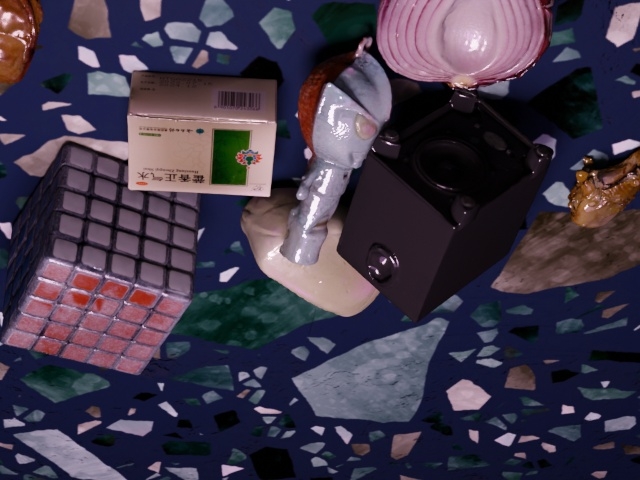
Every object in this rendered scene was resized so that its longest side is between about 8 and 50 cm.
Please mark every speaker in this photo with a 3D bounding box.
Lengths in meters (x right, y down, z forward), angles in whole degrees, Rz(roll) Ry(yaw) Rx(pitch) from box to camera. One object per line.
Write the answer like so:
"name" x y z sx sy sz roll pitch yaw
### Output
"speaker" 0.174 -0.058 1.988 0.232 0.184 0.254 -33 155 -34

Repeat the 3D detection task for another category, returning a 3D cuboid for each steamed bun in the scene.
"steamed bun" 0.000 0.000 2.145 0.152 0.170 0.239 -47 129 12

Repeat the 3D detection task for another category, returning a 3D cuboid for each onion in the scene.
"onion" 0.190 -0.329 1.777 0.227 0.120 0.283 3 143 -3

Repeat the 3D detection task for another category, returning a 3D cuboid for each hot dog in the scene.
"hot dog" -0.498 -0.305 1.782 0.272 0.122 0.196 16 135 -14

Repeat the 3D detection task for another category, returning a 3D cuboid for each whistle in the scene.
"whistle" 0.015 -0.129 1.953 0.134 0.142 0.346 20 113 1

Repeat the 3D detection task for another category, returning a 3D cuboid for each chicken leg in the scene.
"chicken leg" 0.461 -0.102 2.104 0.207 0.085 0.101 -38 118 24

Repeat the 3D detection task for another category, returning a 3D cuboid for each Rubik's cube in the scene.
"Rubik's cube" -0.337 0.032 2.107 0.238 0.236 0.237 18 138 -24

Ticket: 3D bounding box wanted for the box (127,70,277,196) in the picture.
"box" -0.172 -0.151 2.002 0.212 0.095 0.168 2 143 -5
